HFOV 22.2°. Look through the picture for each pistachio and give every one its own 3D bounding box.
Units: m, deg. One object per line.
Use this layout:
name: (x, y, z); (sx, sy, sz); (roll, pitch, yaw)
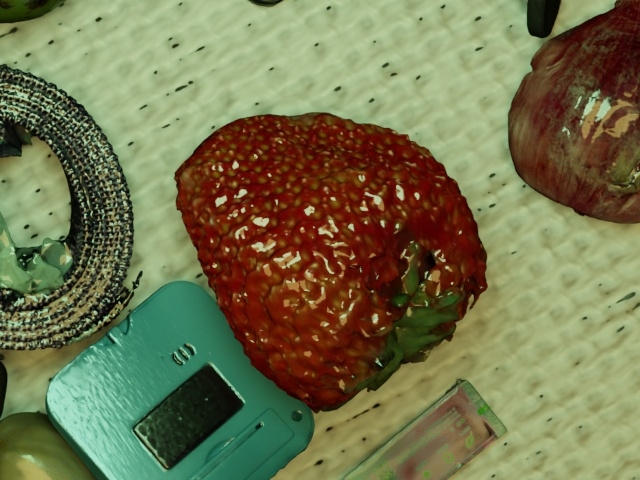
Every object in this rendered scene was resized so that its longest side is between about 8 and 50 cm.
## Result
pistachio: (-0.300, 0.301, 1.859); (0.153, 0.138, 0.238); (-36, 103, -36)

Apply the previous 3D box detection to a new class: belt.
belt: (-0.343, -0.036, 1.813); (0.260, 0.122, 0.325); (-19, 101, -7)

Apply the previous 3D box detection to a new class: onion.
onion: (0.344, -0.160, 1.851); (0.227, 0.120, 0.283); (13, 97, -11)

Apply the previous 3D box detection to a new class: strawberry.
strawberry: (0.000, 0.000, 1.801); (0.312, 0.267, 0.351); (-37, 68, -24)

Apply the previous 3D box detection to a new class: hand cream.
hand cream: (0.090, 0.278, 1.936); (0.275, 0.050, 0.079); (-39, 125, -4)

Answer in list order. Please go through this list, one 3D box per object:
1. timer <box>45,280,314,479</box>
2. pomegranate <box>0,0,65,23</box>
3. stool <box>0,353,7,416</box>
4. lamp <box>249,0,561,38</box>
timer: (-0.163, 0.199, 1.856); (0.232, 0.091, 0.250); (-39, 89, -22)
pomegranate: (-0.354, -0.335, 1.688); (0.231, 0.286, 0.231); (3, 101, 17)
stool: (-0.435, 0.182, 1.808); (0.217, 0.121, 0.125); (-16, 142, 28)
lamp: (0.098, -0.300, 1.815); (0.371, 0.108, 0.130); (10, 93, -5)
